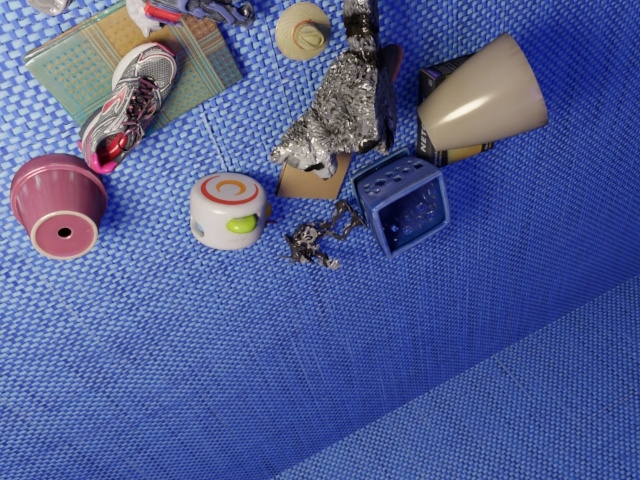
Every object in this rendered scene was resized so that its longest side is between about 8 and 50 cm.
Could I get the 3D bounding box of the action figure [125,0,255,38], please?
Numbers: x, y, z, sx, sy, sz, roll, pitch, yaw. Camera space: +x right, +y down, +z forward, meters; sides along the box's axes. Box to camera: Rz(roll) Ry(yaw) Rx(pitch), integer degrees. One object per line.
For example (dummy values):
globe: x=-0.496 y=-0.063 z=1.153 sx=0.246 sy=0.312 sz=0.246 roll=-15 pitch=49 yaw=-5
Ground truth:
action figure: x=-0.243 y=-0.528 z=0.972 sx=0.330 sy=0.178 sz=0.341 roll=-51 pitch=160 yaw=19

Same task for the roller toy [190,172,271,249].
roller toy: x=-0.236 y=-0.073 z=1.341 sx=0.191 sy=0.209 sz=0.146 roll=15 pitch=126 yaw=6

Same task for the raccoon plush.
raccoon plush: x=0.014 y=-0.366 z=1.251 sx=0.216 sy=0.299 sz=0.447 roll=-24 pitch=112 yaw=-65

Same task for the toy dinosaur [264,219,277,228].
toy dinosaur: x=-0.182 y=-0.058 z=1.476 sx=0.090 sy=0.047 sz=0.082 roll=-15 pitch=171 yaw=21

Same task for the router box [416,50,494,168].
router box: x=0.410 y=-0.382 z=1.545 sx=0.242 sy=0.081 sz=0.309 roll=-21 pitch=134 yaw=-13

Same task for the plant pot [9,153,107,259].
plant pot: x=-0.570 y=-0.061 z=1.152 sx=0.201 sy=0.180 sz=0.201 roll=-16 pitch=134 yaw=-18

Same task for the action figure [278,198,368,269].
action figure: x=0.000 y=0.000 z=1.577 sx=0.275 sy=0.141 sz=0.164 roll=-39 pitch=120 yaw=9

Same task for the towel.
towel: x=-0.378 y=-0.366 z=1.112 sx=0.370 sy=0.040 sz=0.271 roll=-32 pitch=136 yaw=-5

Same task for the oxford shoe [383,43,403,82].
oxford shoe: x=0.105 y=-0.396 z=1.341 sx=0.098 sy=0.097 sz=0.271 roll=25 pitch=111 yaw=-36

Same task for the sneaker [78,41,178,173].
sneaker: x=-0.386 y=-0.267 z=1.081 sx=0.120 sy=0.112 sz=0.299 roll=24 pitch=109 yaw=-42

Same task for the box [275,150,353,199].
box: x=-0.018 y=-0.193 z=1.490 sx=0.201 sy=0.021 sz=0.164 roll=0 pitch=127 yaw=-31

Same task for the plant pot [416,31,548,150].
plant pot: x=0.401 y=-0.350 z=1.357 sx=0.274 sy=0.257 sz=0.256 roll=-26 pitch=139 yaw=16

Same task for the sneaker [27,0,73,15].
sneaker: x=-0.438 y=-0.535 z=0.883 sx=0.105 sy=0.115 sz=0.281 roll=24 pitch=119 yaw=-14

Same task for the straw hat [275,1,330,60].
straw hat: x=-0.027 y=-0.475 z=1.214 sx=0.144 sy=0.061 sz=0.145 roll=-17 pitch=134 yaw=-18

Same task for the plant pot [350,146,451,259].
plant pot: x=0.227 y=-0.126 z=1.559 sx=0.235 sy=0.212 sz=0.236 roll=-29 pitch=136 yaw=-5
